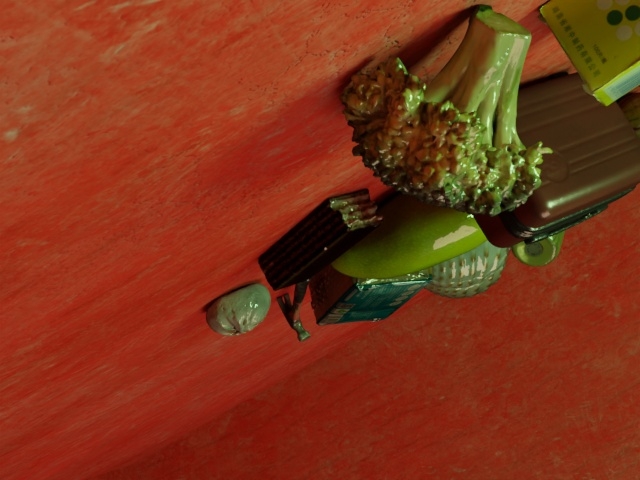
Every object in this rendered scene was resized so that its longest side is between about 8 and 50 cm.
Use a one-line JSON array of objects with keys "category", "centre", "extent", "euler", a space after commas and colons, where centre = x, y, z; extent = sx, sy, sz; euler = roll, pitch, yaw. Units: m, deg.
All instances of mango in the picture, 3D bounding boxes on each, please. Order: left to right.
[{"category": "mango", "centre": [0.177, -0.017, 1.688], "extent": [0.343, 0.156, 0.192], "euler": [-25, 160, 13]}]

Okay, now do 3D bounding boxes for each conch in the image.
[{"category": "conch", "centre": [0.314, 0.021, 2.037], "extent": [0.319, 0.215, 0.303], "euler": [-24, 156, -24]}]

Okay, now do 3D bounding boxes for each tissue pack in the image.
[{"category": "tissue pack", "centre": [0.103, 0.081, 1.919], "extent": [0.192, 0.134, 0.271], "euler": [-5, 160, -22]}]

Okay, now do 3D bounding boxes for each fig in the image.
[{"category": "fig", "centre": [0.662, -0.231, 1.884], "extent": [0.202, 0.149, 0.148], "euler": [-33, 151, -20]}]

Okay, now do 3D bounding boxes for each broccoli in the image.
[{"category": "broccoli", "centre": [0.161, -0.166, 1.078], "extent": [0.247, 0.263, 0.243], "euler": [-71, -176, -59]}]

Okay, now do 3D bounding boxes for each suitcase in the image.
[{"category": "suitcase", "centre": [0.364, -0.134, 1.433], "extent": [0.297, 0.236, 0.161], "euler": [-20, 166, -31]}]

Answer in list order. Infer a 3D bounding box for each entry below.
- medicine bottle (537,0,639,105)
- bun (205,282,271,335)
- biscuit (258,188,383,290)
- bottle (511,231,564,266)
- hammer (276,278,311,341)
[{"category": "medicine bottle", "centre": [0.429, -0.300, 1.139], "extent": [0.250, 0.137, 0.141], "euler": [-33, 166, 21]}, {"category": "bun", "centre": [-0.160, 0.148, 1.786], "extent": [0.141, 0.083, 0.141], "euler": [-26, 170, -5]}, {"category": "biscuit", "centre": [0.000, 0.000, 1.568], "extent": [0.106, 0.070, 0.252], "euler": [-16, 163, -46]}, {"category": "bottle", "centre": [0.516, -0.049, 2.053], "extent": [0.112, 0.112, 0.260], "euler": [-38, -168, 38]}, {"category": "hammer", "centre": [-0.047, 0.126, 1.944], "extent": [0.033, 0.111, 0.288], "euler": [-27, 160, -20]}]
